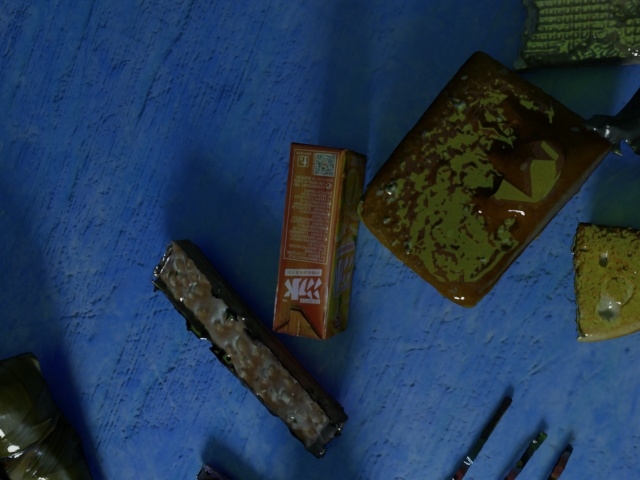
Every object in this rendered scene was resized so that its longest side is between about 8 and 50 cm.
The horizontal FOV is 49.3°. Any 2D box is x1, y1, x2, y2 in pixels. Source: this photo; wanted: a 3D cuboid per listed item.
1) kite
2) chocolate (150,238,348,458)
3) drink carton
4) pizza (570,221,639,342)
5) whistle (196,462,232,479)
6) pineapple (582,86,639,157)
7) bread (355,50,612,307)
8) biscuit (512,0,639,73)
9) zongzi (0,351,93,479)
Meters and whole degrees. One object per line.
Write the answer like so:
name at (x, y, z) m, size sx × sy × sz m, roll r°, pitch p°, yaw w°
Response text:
kite at (0.187, 0.327, 0.827) m, size 0.152 × 0.015 × 0.286 m, roll 31°, pitch 102°, yaw 15°
chocolate at (-0.088, 0.131, 0.889) m, size 0.329 × 0.065 × 0.102 m, roll 45°, pitch 137°, yaw 12°
drink carton at (0.000, 0.000, 0.836) m, size 0.070 × 0.096 × 0.223 m, roll 8°, pitch 95°, yaw 18°
pizza at (0.324, 0.033, 0.752) m, size 0.131 × 0.041 × 0.178 m, roll 38°, pitch 105°, yaw 17°
whistle at (-0.093, 0.358, 0.918) m, size 0.176 × 0.033 × 0.033 m, roll 36°, pitch 103°, yaw 15°
pineapple at (0.433, -0.092, 0.634) m, size 0.357 × 0.223 × 0.223 m, roll 5°, pitch 94°, yaw 25°
bread at (0.171, -0.064, 0.767) m, size 0.184 × 0.110 × 0.234 m, roll 40°, pitch 105°, yaw 14°
biscuit at (0.325, -0.237, 0.731) m, size 0.238 × 0.062 × 0.108 m, roll 1°, pitch 93°, yaw 20°
zongzi at (-0.458, 0.307, 1.019) m, size 0.260 × 0.123 × 0.289 m, roll -11°, pitch 112°, yaw 33°
